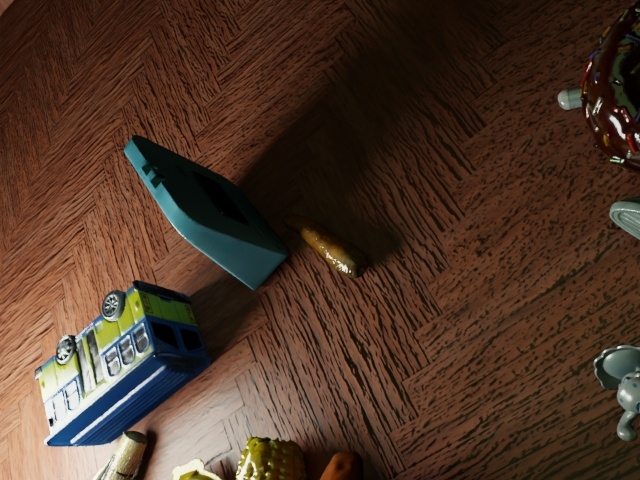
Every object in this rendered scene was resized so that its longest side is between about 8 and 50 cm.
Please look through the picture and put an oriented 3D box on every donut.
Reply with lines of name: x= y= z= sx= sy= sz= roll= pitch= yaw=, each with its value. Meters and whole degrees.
donut: x=0.409 y=-0.177 z=0.585 sx=0.230 sy=0.096 sz=0.216 roll=37 pitch=106 yaw=26

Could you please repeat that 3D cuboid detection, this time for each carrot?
carrot: x=0.000 y=0.000 z=0.833 sx=0.191 sy=0.047 sz=0.047 roll=35 pitch=94 yaw=36

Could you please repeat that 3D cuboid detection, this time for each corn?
corn: x=-0.067 y=0.445 z=0.680 sx=0.121 sy=0.120 sz=0.363 roll=-16 pitch=65 yaw=27

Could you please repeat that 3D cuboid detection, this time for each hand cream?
hand cream: x=-0.355 y=0.424 z=0.895 sx=0.084 sy=0.084 sz=0.203 roll=19 pitch=78 yaw=35

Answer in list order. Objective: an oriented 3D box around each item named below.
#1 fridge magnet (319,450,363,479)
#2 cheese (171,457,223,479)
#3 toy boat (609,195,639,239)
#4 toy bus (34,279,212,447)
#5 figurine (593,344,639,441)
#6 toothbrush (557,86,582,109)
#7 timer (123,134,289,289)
fridge magnet: x=0.028 y=0.398 z=0.508 sx=0.155 sy=0.363 sz=0.363 roll=3 pitch=74 yaw=7
cheese: x=-0.175 y=0.465 z=0.768 sx=0.177 sy=0.069 sz=0.270 roll=-28 pitch=61 yaw=21
toy boat: x=0.427 y=0.024 z=0.540 sx=0.261 sy=0.078 sz=0.085 roll=35 pitch=79 yaw=33
toy bus: x=-0.349 y=0.219 z=0.917 sx=0.288 sy=0.138 sz=0.175 roll=-39 pitch=57 yaw=14
figurine: x=0.341 y=0.158 z=0.545 sx=0.082 sy=0.094 sz=0.086 roll=12 pitch=44 yaw=-2
toothbrush: x=0.468 y=-0.202 z=0.622 sx=0.343 sy=0.025 sz=0.030 roll=-7 pitch=72 yaw=30
timer: x=-0.192 y=-0.043 z=0.840 sx=0.091 sy=0.250 sz=0.232 roll=-46 pitch=56 yaw=9
